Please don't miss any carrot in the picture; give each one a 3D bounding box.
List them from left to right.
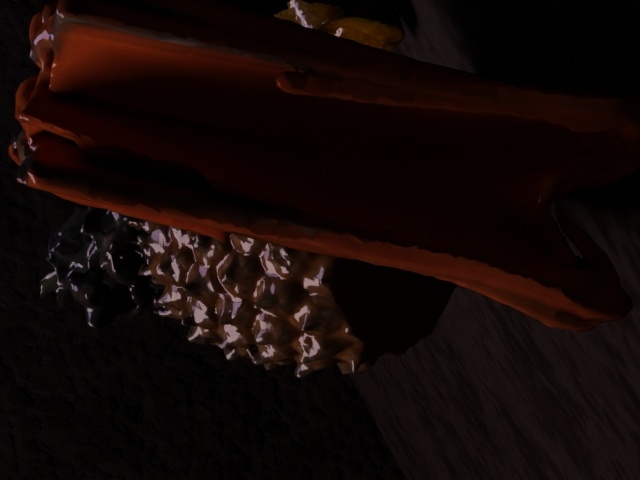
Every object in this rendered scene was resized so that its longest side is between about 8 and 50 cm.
[{"bbox_3d":[-0.012,-0.195,1.343,0.173,0.082,0.082,62,176,18],"label":"carrot"}]

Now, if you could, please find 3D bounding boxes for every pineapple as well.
[{"bbox_3d":[-0.084,-0.004,1.557,0.357,0.223,0.223,1,133,34],"label":"pineapple"}]

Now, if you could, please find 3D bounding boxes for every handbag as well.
[{"bbox_3d":[-0.011,-0.048,1.019,0.410,0.303,0.116,-156,77,-82],"label":"handbag"}]

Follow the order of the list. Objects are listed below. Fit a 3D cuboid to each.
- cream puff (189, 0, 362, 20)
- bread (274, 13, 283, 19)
[{"bbox_3d":[-0.042,-0.200,1.106,0.183,0.169,0.183,60,176,6],"label":"cream puff"},{"bbox_3d":[-0.040,-0.123,1.692,0.084,0.177,0.119,17,149,22],"label":"bread"}]
